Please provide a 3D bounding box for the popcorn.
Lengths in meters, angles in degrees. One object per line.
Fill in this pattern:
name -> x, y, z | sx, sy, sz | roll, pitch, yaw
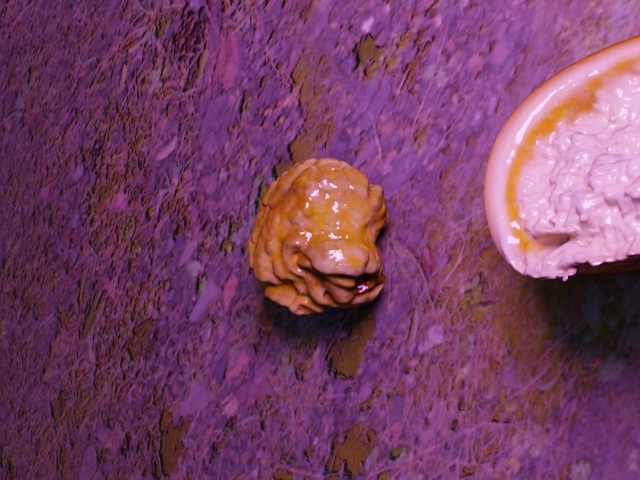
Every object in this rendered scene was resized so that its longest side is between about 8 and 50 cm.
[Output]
popcorn -> 0.000, 0.000, 1.711 | 0.226, 0.200, 0.203 | -32, 36, 6

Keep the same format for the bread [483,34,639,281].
bread -> 0.400, -0.061, 1.380 | 0.424, 0.245, 0.329 | -12, 43, 33
